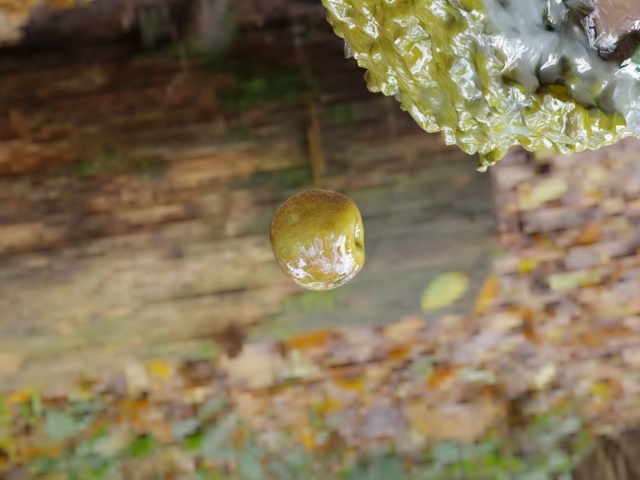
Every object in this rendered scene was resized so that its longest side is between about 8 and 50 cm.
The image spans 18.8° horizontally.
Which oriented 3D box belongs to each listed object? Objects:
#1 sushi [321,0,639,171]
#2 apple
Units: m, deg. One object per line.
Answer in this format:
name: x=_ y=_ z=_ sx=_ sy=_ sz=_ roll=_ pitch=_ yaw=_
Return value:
sushi: x=0.166 y=-0.260 z=1.405 sx=0.351 sy=0.396 sz=0.240 roll=-39 pitch=-163 yaw=-19
apple: x=0.000 y=0.000 z=2.133 sx=0.102 sy=0.114 sz=0.099 roll=-11 pitch=-168 yaw=25
